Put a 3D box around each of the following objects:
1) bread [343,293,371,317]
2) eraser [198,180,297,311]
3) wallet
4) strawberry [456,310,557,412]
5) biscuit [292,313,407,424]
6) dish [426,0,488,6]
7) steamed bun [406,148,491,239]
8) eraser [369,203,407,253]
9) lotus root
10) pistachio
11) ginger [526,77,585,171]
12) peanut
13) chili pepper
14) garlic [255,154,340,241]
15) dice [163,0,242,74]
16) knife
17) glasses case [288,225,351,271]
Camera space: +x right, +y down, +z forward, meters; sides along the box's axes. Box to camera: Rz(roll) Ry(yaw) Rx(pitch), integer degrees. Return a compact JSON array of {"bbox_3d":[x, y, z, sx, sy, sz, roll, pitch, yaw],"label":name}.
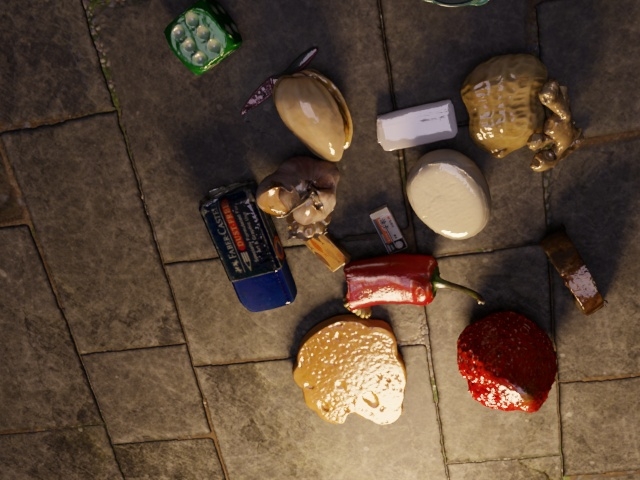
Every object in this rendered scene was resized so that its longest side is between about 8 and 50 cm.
[{"bbox_3d":[0.095,0.176,1.783,0.088,0.049,0.033,30,121,-9],"label":"bread"},{"bbox_3d":[-0.183,0.020,1.718,0.155,0.101,0.332,-15,110,13],"label":"eraser"},{"bbox_3d":[0.224,-0.268,1.587,0.190,0.033,0.095,-13,110,10],"label":"wallet"},{"bbox_3d":[0.474,0.318,1.683,0.257,0.277,0.257,1,113,2],"label":"strawberry"},{"bbox_3d":[0.084,0.366,1.862,0.312,0.057,0.351,-18,109,14],"label":"biscuit"},{"bbox_3d":[0.293,-0.606,1.408,0.224,0.078,0.246,41,112,-12],"label":"dish"},{"bbox_3d":[0.307,-0.114,1.590,0.177,0.130,0.228,-30,108,28],"label":"steamed bun"},{"bbox_3d":[0.171,-0.027,1.698,0.052,0.029,0.122,-24,108,15],"label":"eraser"},{"bbox_3d":[0.623,0.094,1.634,0.074,0.170,0.260,-30,102,14],"label":"lotus root"},{"bbox_3d":[-0.014,-0.285,1.544,0.157,0.157,0.229,-31,111,18],"label":"pistachio"},{"bbox_3d":[0.505,-0.240,1.474,0.149,0.065,0.258,-47,142,-3],"label":"ginger"},{"bbox_3d":[0.412,-0.297,1.505,0.197,0.110,0.233,-14,113,-5],"label":"peanut"},{"bbox_3d":[0.231,0.097,1.688,0.338,0.131,0.134,-5,98,12],"label":"chili pepper"},{"bbox_3d":[-0.045,-0.074,1.586,0.207,0.256,0.207,4,128,5],"label":"garlic"},{"bbox_3d":[-0.261,-0.456,1.511,0.131,0.120,0.128,-32,106,16],"label":"dice"},{"bbox_3d":[-0.103,-0.374,1.585,0.247,0.018,0.035,-35,108,20],"label":"knife"},{"bbox_3d":[0.000,0.000,1.723,0.065,0.041,0.170,-37,106,31],"label":"glasses case"}]
